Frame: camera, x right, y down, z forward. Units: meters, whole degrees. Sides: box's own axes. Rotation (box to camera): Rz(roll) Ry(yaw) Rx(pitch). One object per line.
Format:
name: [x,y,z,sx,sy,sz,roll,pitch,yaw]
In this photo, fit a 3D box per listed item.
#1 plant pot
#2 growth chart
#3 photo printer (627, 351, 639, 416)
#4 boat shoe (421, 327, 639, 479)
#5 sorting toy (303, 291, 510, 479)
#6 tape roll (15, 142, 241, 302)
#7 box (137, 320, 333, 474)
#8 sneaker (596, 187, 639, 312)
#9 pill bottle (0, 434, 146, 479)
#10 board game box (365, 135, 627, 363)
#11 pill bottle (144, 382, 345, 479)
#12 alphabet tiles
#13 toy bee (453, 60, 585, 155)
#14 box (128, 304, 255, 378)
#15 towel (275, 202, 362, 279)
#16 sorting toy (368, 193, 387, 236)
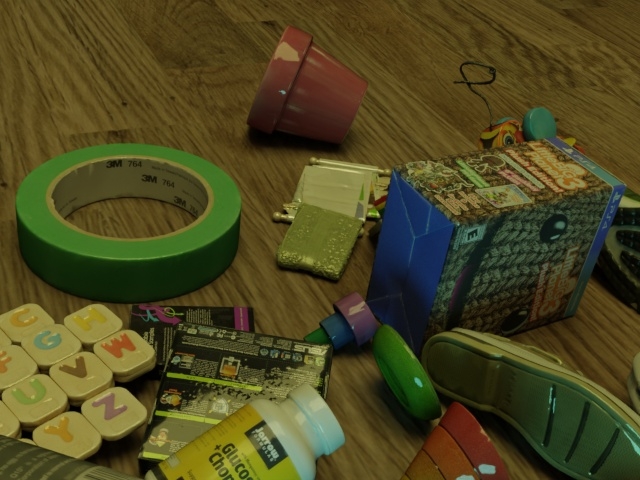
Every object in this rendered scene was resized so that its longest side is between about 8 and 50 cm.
plant pot: [-0.018,-0.272,1.549,0.180,0.201,0.201,23,34,-6]
growth chart: [0.033,-0.079,1.410,0.171,0.021,0.237,14,34,7]
photo printer: [0.522,0.220,0.955,0.307,0.107,0.256,9,19,-5]
boat shoe: [0.270,0.182,0.986,0.302,0.113,0.103,30,27,34]
sorting toy: [0.070,0.194,0.963,0.126,0.127,0.365,-30,38,-10]
tape roll: [-0.279,-0.036,1.228,0.321,0.077,0.321,6,34,-4]
box: [-0.089,0.187,0.937,0.190,0.045,0.184,9,50,0]
sneaker: [0.508,-0.014,1.323,0.182,0.158,0.410,-7,39,-41]
pill bottle: [-0.298,0.259,0.671,0.362,0.210,0.210,14,34,9]
board game box: [0.233,0.008,1.138,0.291,0.232,0.141,-13,40,-28]
pill bottle: [-0.070,0.221,0.815,0.184,0.103,0.103,-33,48,-18]
alphabet tiles: [-0.337,0.164,0.936,0.284,0.021,0.278,-27,42,-33]
toy bee: [0.337,-0.158,1.479,0.298,0.195,0.162,24,71,-6]
box: [-0.163,0.128,1.055,0.162,0.029,0.116,3,33,-10]
towel: [0.000,0.000,1.269,0.110,0.027,0.148,15,41,7]
sorting toy: [0.134,-0.062,1.265,0.132,0.274,0.046,-27,87,-7]
